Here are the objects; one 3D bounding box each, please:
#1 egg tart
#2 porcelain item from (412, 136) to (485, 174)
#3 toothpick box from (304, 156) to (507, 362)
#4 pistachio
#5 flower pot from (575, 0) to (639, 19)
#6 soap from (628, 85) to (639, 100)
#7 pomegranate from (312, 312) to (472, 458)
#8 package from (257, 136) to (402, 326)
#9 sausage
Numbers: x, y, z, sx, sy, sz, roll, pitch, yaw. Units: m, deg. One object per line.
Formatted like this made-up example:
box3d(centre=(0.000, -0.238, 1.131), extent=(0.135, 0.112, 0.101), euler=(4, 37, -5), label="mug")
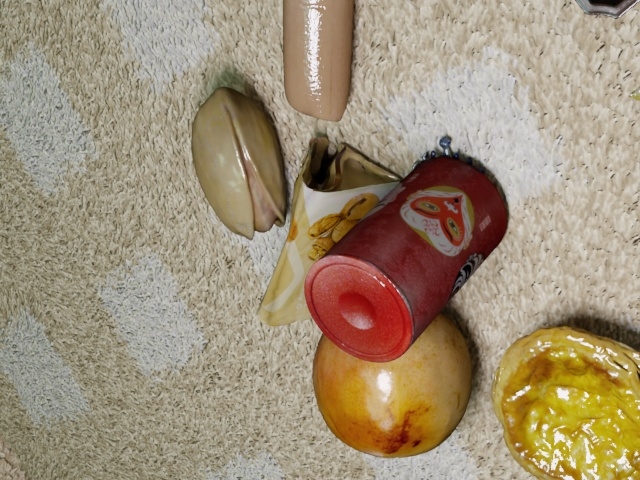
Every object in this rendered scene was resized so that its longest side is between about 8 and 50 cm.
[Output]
box3d(centre=(0.452, 0.281, 1.995), extent=(0.341, 0.129, 0.341), euler=(15, 117, 30), label="egg tart")
box3d(centre=(0.217, -0.143, 2.031), extent=(0.136, 0.021, 0.075), euler=(8, 117, 34), label="porcelain item")
box3d(centre=(0.146, 0.026, 1.944), extent=(0.204, 0.333, 0.204), euler=(21, 130, 26), label="toothpick box")
box3d(centre=(-0.151, -0.145, 2.208), extent=(0.181, 0.162, 0.293), euler=(-148, 44, -68), label="pistachio")
box3d(centre=(0.403, -0.456, 1.696), extent=(0.251, 0.084, 0.179), euler=(52, 131, 3), label="flower pot")
box3d(centre=(0.524, -0.246, 1.609), extent=(0.076, 0.233, 0.135), euler=(49, 132, 2), label="soap")
box3d(centre=(0.130, 0.229, 2.122), extent=(0.319, 0.319, 0.319), euler=(17, 121, 30), label="pomegranate")
box3d(centre=(-0.015, -0.020, 2.175), extent=(0.165, 0.221, 0.311), euler=(47, 134, 36), label="package")
box3d(centre=(-0.006, -0.338, 2.034), extent=(0.123, 0.123, 0.253), euler=(18, 121, 29), label="sausage")
